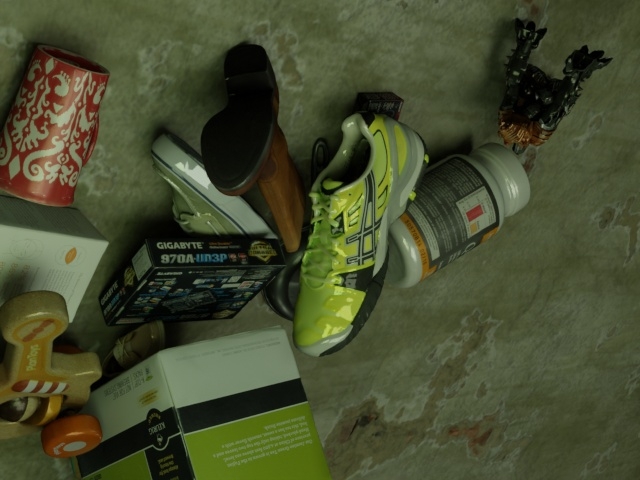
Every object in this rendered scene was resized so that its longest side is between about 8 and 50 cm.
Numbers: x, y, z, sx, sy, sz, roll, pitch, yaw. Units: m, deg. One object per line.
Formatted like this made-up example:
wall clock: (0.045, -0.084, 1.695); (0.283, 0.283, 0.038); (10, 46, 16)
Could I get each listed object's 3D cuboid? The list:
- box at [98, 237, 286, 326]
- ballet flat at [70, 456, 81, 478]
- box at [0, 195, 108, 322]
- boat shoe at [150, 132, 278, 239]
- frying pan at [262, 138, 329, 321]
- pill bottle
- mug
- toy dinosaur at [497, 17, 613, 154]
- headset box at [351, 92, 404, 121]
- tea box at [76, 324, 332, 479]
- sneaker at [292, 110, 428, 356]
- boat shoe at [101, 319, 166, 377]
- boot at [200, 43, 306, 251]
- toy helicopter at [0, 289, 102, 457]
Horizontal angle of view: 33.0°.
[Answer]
box: (-0.184, 0.060, 1.563); (0.220, 0.051, 0.175); (-1, 150, -36)
ballet flat: (-0.297, 0.341, 1.734); (0.232, 0.080, 0.073); (2, 87, -36)
box: (-0.384, 0.023, 1.389); (0.170, 0.091, 0.130); (12, 112, -47)
boat shoe: (-0.159, -0.043, 1.538); (0.094, 0.109, 0.302); (-44, 143, 0)
frying pan: (0.025, 0.008, 1.755); (0.197, 0.053, 0.326); (12, 117, -26)
pill bottle: (0.210, -0.049, 1.830); (0.278, 0.162, 0.162); (-29, 137, -22)
mug: (-0.327, -0.146, 1.321); (0.113, 0.150, 0.169); (20, 105, -11)
toy dinosaur: (0.367, -0.229, 1.802); (0.164, 0.322, 0.218); (17, 118, -2)
headset box: (0.091, -0.199, 1.700); (0.083, 0.032, 0.062); (-9, 127, -40)
tea box: (-0.174, 0.333, 1.551); (0.220, 0.324, 0.329); (-8, 165, -39)
sneaker: (0.026, -0.016, 1.629); (0.147, 0.145, 0.385); (29, 76, -43)
boat shoe: (-0.277, 0.166, 1.590); (0.059, 0.063, 0.170); (2, 150, -30)
boot: (-0.083, -0.084, 1.491); (0.096, 0.264, 0.280); (-10, 136, 5)
toy helicopter: (-0.398, 0.168, 1.400); (0.234, 0.140, 0.355); (-6, 148, -22)
